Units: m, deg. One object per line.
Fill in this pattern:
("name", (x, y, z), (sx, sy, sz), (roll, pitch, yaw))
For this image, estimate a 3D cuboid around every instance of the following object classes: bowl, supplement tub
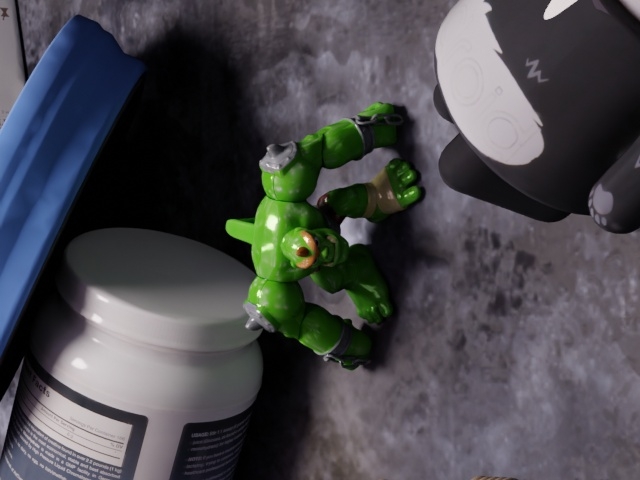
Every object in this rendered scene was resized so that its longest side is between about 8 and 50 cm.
("bowl", (-0.250, 0.004, 1.662), (0.391, 0.077, 0.391), (-155, 90, -86))
("supplement tub", (-0.155, 0.147, 1.624), (0.191, 0.191, 0.272), (39, 121, 45))

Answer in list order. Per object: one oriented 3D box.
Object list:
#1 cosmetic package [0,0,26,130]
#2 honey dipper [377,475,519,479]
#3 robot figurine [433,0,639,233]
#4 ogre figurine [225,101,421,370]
("cosmetic package", (-0.359, -0.199, 1.938), (0.085, 0.117, 0.231), (-24, 74, 52))
("honey dipper", (0.087, 0.182, 1.445), (0.160, 0.030, 0.030), (-4, 88, 55))
("robot figurine", (0.182, -0.124, 1.198), (0.209, 0.173, 0.278), (55, 134, 12))
("ogre figurine", (0.000, 0.000, 1.477), (0.097, 0.118, 0.197), (46, 126, 41))
